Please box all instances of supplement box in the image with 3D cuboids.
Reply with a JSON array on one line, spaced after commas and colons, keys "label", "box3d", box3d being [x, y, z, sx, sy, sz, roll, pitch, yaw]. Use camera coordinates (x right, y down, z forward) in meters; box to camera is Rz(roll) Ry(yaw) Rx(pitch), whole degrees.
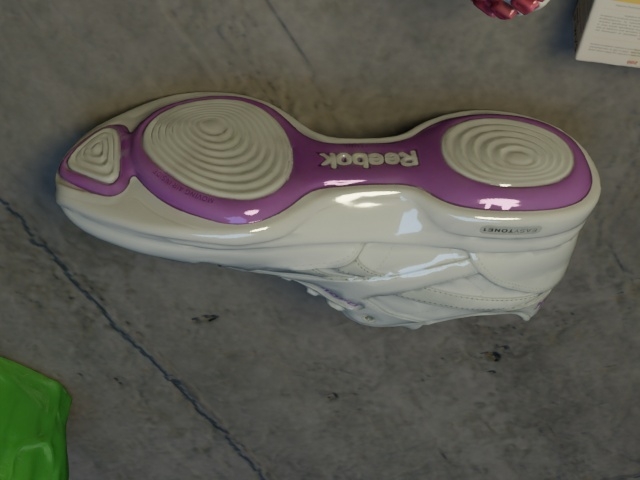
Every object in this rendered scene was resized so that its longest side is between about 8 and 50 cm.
[{"label": "supplement box", "box3d": [0.168, -0.133, 0.707, 0.062, 0.036, 0.098, 7, 139, -3]}]

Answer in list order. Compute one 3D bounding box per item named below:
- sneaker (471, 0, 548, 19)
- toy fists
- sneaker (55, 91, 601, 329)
[{"label": "sneaker", "box3d": [0.114, -0.205, 0.582, 0.121, 0.112, 0.299, 49, 150, 12]}, {"label": "toy fists", "box3d": [-0.308, 0.137, 0.985, 0.279, 0.142, 0.096, 26, 135, -22]}, {"label": "sneaker", "box3d": [0.000, 0.000, 0.817, 0.305, 0.114, 0.152, 5, 138, 0]}]
